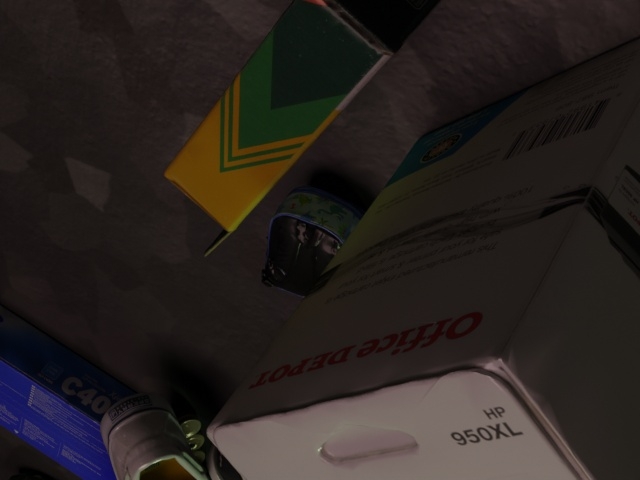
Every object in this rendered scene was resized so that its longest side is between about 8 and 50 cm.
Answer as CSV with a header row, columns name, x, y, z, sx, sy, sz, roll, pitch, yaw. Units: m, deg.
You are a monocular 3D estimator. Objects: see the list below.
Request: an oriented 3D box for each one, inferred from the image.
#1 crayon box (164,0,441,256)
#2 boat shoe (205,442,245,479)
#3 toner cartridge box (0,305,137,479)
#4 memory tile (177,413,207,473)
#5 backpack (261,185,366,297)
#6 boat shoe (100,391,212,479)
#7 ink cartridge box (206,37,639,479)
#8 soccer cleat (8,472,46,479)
name,x,y,z,sx,sy,sz,roll,pitch,yaw
crayon box,-0.009,-0.136,0.992,0.081,0.202,0.318,41,138,-4
boat shoe,-0.020,0.357,1.525,0.302,0.114,0.091,43,145,-9
toner cartridge box,-0.396,0.209,1.677,0.348,0.075,0.165,32,137,5
memory tile,-0.208,0.296,1.613,0.148,0.113,0.012,89,155,-44
backpack,0.000,0.000,1.200,0.105,0.084,0.114,22,142,16
boat shoe,-0.175,0.359,1.563,0.367,0.136,0.156,79,163,-45
ink cartridge box,0.138,0.045,0.909,0.285,0.395,0.166,-22,113,45
soccer cleat,-0.431,0.425,1.903,0.179,0.072,0.060,21,137,18
